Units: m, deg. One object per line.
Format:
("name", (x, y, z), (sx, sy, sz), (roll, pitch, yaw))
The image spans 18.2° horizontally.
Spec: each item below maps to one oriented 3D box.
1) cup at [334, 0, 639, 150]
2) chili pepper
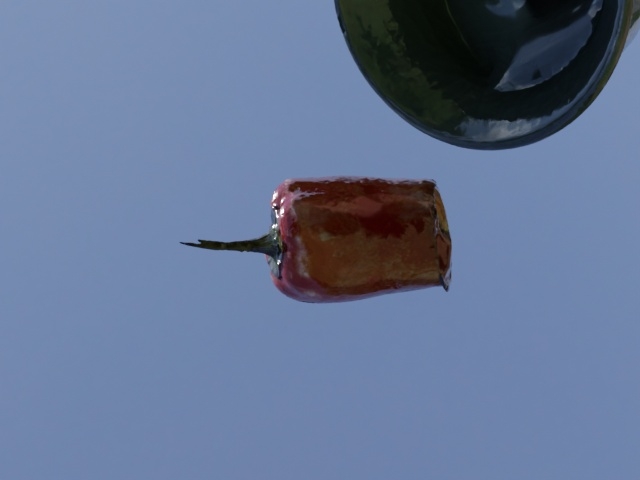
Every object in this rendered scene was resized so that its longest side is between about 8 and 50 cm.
("cup", (0.129, -0.164, 1.189), (0.150, 0.199, 0.199), (-20, -85, -52))
("chili pepper", (0.000, 0.000, 1.356), (0.086, 0.192, 0.084), (-121, 30, -73))
